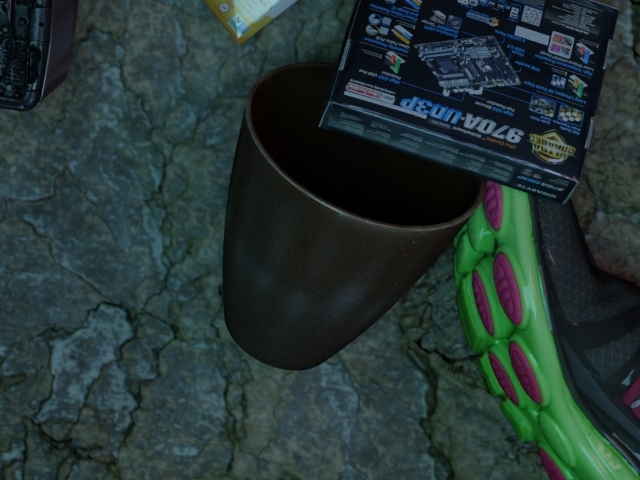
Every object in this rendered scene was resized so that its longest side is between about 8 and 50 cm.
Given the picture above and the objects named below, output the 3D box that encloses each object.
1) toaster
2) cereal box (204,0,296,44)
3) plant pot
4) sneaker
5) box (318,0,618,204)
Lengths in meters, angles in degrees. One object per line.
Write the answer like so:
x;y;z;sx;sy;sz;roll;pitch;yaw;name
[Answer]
-0.301;-0.212;1.402;0.185;0.110;0.168;9;109;6;toaster
-0.029;-0.309;1.365;0.240;0.047;0.173;-37;98;17;cereal box
0.000;0.000;1.391;0.215;0.215;0.230;25;126;0;plant pot
0.276;0.123;1.419;0.202;0.185;0.483;-31;98;-15;sneaker
0.127;-0.146;1.327;0.220;0.051;0.175;17;66;-2;box
